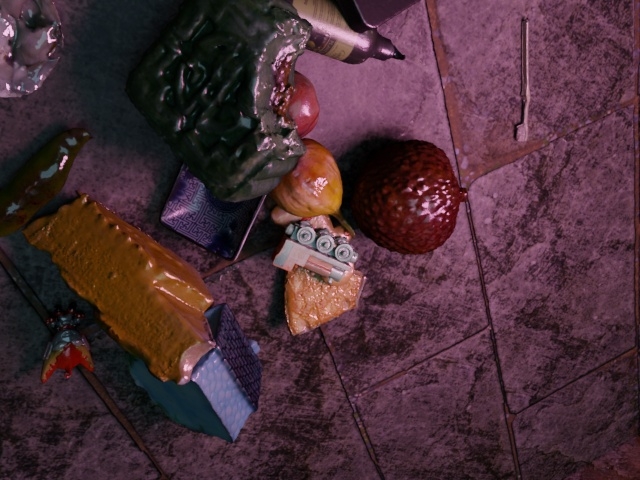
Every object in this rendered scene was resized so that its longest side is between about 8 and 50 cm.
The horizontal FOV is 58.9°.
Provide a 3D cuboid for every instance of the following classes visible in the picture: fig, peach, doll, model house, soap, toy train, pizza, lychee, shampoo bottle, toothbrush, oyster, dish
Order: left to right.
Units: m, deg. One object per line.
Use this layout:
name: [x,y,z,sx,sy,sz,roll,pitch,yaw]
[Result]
oyster: [-0.508,-0.366,0.902,0.199,0.087,0.252,-40,131,-11]
doll: [-0.539,0.214,1.202,0.109,0.057,0.169,-8,106,-37]
soap: [-0.374,0.081,1.053,0.169,0.304,0.338,-49,122,2]
model house: [-0.260,0.268,1.288,0.241,0.226,0.261,-52,136,-37]
dish: [-0.196,-0.103,1.147,0.182,0.080,0.243,28,107,3]
peach: [-0.074,-0.252,1.109,0.152,0.152,0.152,-9,118,-18]
toy train: [-0.010,0.030,1.234,0.176,0.074,0.118,25,101,-17]
pizza: [-0.004,0.134,1.359,0.188,0.080,0.204,12,100,-10]
fig: [0.001,-0.093,1.204,0.159,0.159,0.257,-42,120,2]
shampoo bottle: [0.032,-0.403,1.093,0.284,0.101,0.101,11,111,-26]
lychee: [0.191,-0.092,1.235,0.260,0.260,0.260,-9,118,-18]
toothbrush: [0.482,-0.370,1.337,0.028,0.026,0.294,-14,119,-14]

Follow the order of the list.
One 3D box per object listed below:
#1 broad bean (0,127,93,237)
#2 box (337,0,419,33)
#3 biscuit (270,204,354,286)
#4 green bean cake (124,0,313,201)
broad bean: [-0.544,-0.084,1.043,0.339,0.061,0.077,-42,111,2]
box: [0.159,-0.554,1.042,0.350,0.058,0.211,-35,111,-16]
biscuit: [0.000,0.000,1.280,0.153,0.030,0.234,-29,100,-5]
green bean cake: [-0.136,-0.257,0.961,0.300,0.169,0.308,47,110,3]
